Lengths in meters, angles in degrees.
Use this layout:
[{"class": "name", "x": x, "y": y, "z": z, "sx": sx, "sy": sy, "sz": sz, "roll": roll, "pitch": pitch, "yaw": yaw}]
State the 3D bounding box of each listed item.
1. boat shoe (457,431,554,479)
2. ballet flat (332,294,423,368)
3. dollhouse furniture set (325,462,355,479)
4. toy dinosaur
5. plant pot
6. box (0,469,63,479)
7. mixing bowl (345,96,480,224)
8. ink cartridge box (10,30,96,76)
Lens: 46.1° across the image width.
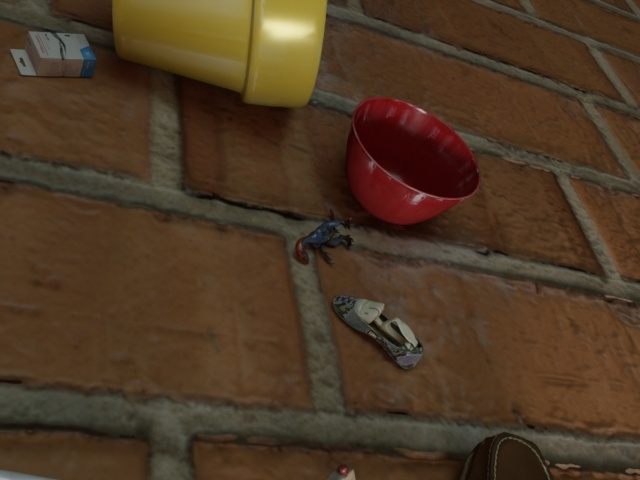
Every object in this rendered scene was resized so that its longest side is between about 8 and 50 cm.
[{"class": "boat shoe", "x": 0.191, "y": 0.303, "z": 0.611, "sx": 0.122, "sy": 0.120, "sz": 0.324, "roll": 19, "pitch": 42, "yaw": -17}, {"class": "ballet flat", "x": 0.065, "y": 0.088, "z": 0.807, "sx": 0.114, "sy": 0.041, "sz": 0.041, "roll": 40, "pitch": 40, "yaw": 8}, {"class": "dollhouse furniture set", "x": 0.018, "y": 0.277, "z": 0.499, "sx": 0.129, "sy": 0.129, "sz": 0.183, "roll": 22, "pitch": 49, "yaw": 32}, {"class": "toy dinosaur", "x": 0.000, "y": 0.000, "z": 0.870, "sx": 0.082, "sy": 0.047, "sz": 0.090, "roll": -8, "pitch": 21, "yaw": -28}, {"class": "plant pot", "x": -0.128, "y": -0.297, "z": 0.927, "sx": 0.238, "sy": 0.254, "sz": 0.254, "roll": 1, "pitch": 47, "yaw": -11}, {"class": "box", "x": -0.130, "y": 0.267, "z": 0.380, "sx": 0.231, "sy": 0.127, "sz": 0.262, "roll": 16, "pitch": 61, "yaw": -18}, {"class": "mixing bowl", "x": 0.101, "y": -0.087, "z": 0.959, "sx": 0.181, "sy": 0.098, "sz": 0.181, "roll": 18, "pitch": 43, "yaw": -18}, {"class": "ink cartridge box", "x": -0.310, "y": -0.216, "z": 0.874, "sx": 0.083, "sy": 0.028, "sz": 0.048, "roll": -9, "pitch": 55, "yaw": -38}]
